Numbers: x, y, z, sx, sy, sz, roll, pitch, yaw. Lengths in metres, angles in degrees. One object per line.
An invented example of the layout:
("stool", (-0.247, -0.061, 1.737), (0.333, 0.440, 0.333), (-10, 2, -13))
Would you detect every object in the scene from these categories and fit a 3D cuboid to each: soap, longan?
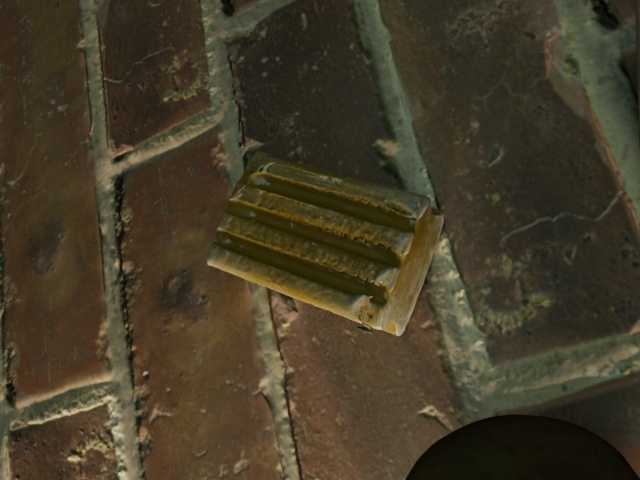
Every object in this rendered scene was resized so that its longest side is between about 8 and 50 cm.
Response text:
("soap", (0.000, 0.000, 0.966), (0.274, 0.089, 0.173), (19, 85, 31))
("longan", (0.178, 0.275, 0.703), (0.215, 0.246, 0.246), (45, 99, -1))

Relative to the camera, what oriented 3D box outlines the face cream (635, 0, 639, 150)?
("face cream", (0.385, -0.162, 0.819), (0.082, 0.082, 0.268), (-2, 74, 27))
